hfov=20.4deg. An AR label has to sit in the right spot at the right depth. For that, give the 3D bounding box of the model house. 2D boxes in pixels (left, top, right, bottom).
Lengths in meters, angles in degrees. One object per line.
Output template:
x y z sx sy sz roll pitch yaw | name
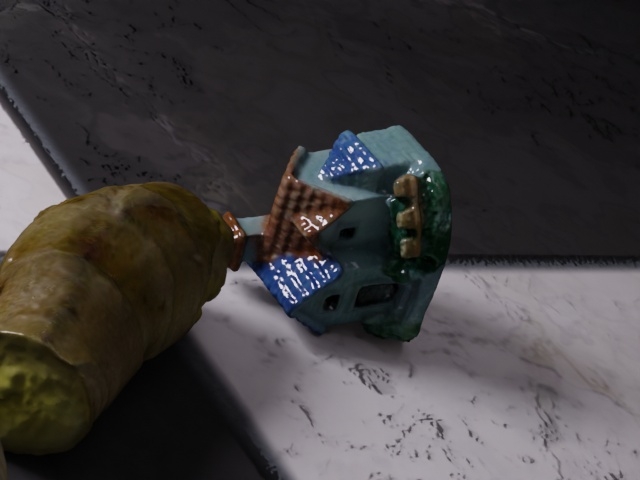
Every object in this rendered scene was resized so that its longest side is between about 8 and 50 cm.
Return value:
0.000 0.000 1.272 0.149 0.148 0.119 -8 46 -28 | model house

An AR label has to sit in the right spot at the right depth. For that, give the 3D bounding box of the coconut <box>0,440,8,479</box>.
-0.249 0.107 0.751 0.241 0.241 0.241 20 28 -11 | coconut

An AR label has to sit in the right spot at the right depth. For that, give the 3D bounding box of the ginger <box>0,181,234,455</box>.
-0.143 0.036 1.113 0.109 0.116 0.263 -8 22 24 | ginger
